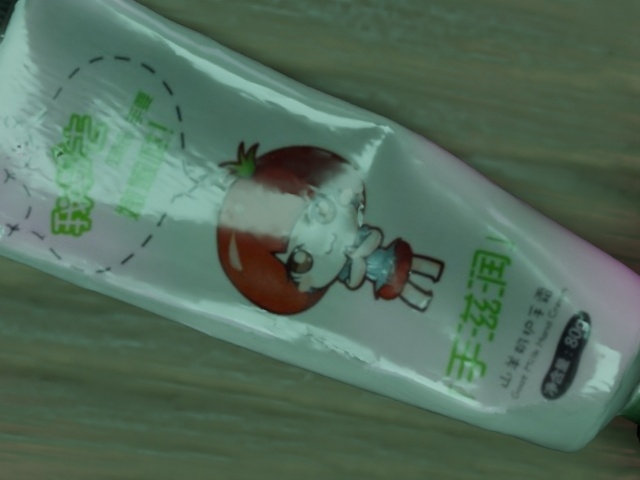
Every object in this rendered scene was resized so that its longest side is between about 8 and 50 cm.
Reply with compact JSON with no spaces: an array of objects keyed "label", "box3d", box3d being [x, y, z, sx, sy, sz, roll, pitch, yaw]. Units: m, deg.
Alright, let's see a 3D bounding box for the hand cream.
[{"label":"hand cream","box3d":[0.000,0.000,0.555,0.336,0.076,0.121,24,97,-4]}]
